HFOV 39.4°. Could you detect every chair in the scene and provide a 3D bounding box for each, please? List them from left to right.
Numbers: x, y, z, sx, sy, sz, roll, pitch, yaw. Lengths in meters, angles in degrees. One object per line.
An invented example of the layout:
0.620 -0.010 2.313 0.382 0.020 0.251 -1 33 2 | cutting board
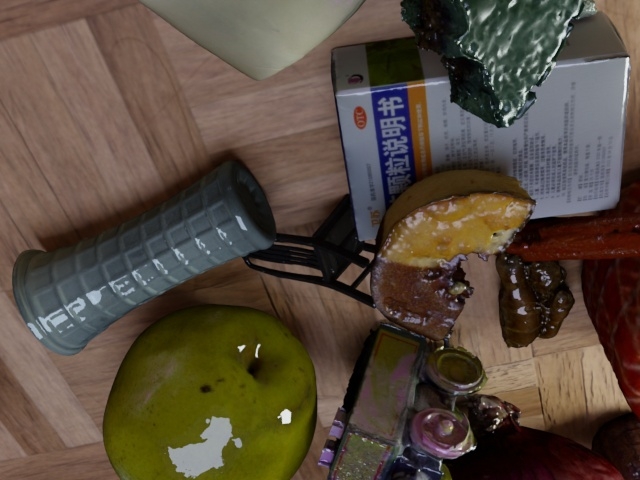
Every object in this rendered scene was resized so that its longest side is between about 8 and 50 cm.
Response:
0.000 0.000 1.109 0.212 0.101 0.084 16 138 34 | chair

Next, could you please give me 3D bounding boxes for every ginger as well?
0.285 0.077 1.173 0.103 0.073 0.162 -11 128 6 | ginger

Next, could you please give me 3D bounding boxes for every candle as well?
0.322 -0.006 1.012 0.302 0.084 0.059 -3 118 49 | candle

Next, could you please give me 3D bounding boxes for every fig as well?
0.496 0.365 1.345 0.146 0.201 0.134 -33 133 31 | fig

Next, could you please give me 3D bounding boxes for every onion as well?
0.268 0.358 1.310 0.348 0.285 0.347 -8 172 -1 | onion

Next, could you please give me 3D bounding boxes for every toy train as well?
0.115 0.229 1.190 0.177 0.261 0.134 20 128 4 | toy train

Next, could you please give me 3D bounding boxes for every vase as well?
-0.205 0.016 1.073 0.299 0.143 0.143 -25 126 14 | vase

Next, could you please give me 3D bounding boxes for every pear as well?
-0.143 0.222 1.157 0.294 0.294 0.294 -1 130 -1 | pear

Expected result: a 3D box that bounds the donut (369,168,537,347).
0.127 0.001 0.963 0.141 0.085 0.217 19 127 -18 | donut

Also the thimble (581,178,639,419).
0.502 0.080 1.084 0.350 0.230 0.350 -2 131 -2 | thimble

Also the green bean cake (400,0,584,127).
0.125 -0.221 0.778 0.208 0.107 0.193 17 110 -38 | green bean cake

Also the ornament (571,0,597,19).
0.250 -0.265 0.908 0.068 0.041 0.092 -4 131 5 | ornament

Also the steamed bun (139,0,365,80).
-0.043 -0.268 0.821 0.200 0.154 0.250 33 123 -25 | steamed bun

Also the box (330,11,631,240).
0.173 -0.122 0.984 0.299 0.106 0.200 -6 130 5 | box
